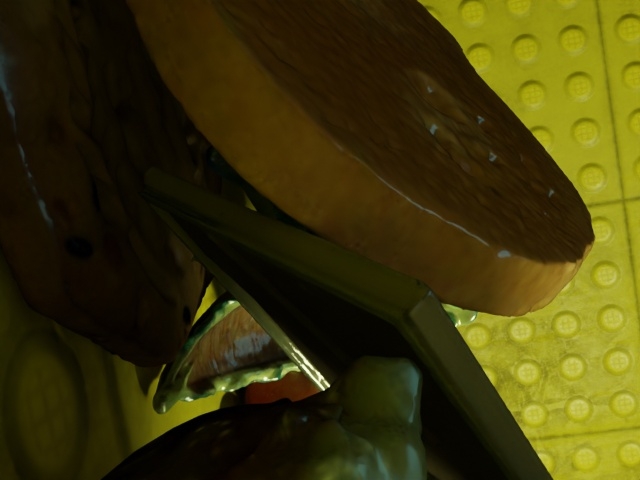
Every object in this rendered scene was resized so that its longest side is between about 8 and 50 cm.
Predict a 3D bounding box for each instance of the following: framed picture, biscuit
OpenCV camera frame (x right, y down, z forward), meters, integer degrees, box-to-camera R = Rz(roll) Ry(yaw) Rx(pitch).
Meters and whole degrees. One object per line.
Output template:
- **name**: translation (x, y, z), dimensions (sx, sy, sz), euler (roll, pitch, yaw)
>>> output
- **framed picture**: translation (0.039, 0.091, 0.493), dimensions (0.232, 0.024, 0.315), euler (24, -22, 48)
- **biscuit**: translation (0.028, -0.101, 0.551), dimensions (0.385, 0.062, 0.365), euler (11, 42, -50)
- **biscuit**: translation (-0.128, -0.096, 0.537), dimensions (0.359, 0.046, 0.360), euler (-8, 90, -81)

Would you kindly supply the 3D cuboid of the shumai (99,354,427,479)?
- **shumai**: translation (0.025, 0.220, 0.367), dimensions (0.397, 0.324, 0.324), euler (-20, 82, -45)

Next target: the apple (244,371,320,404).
- **apple**: translation (0.005, 0.145, 0.769), dimensions (0.139, 0.163, 0.164), euler (-42, -137, 48)

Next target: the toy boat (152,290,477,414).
- **toy boat**: translation (-0.012, 0.062, 0.656), dimensions (0.099, 0.292, 0.109), euler (38, -50, 46)

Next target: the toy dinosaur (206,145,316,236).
- **toy dinosaur**: translation (0.010, -0.005, 0.755), dimensions (0.363, 0.147, 0.077), euler (72, 1, -62)

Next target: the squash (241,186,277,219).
- **squash**: translation (0.001, -0.097, 0.859), dimensions (0.260, 0.189, 0.189), euler (56, 27, -59)
